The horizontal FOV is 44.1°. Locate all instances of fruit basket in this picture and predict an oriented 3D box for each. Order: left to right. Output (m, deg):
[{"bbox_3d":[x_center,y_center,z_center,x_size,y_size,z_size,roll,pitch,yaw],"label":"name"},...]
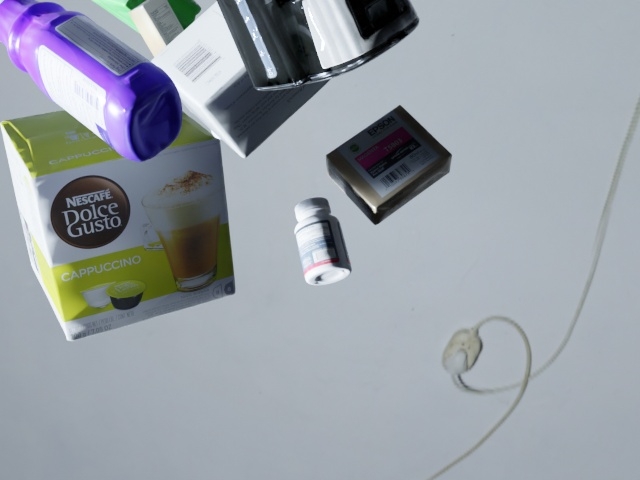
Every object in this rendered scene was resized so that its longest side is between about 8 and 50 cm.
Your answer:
[{"bbox_3d":[-0.457,-0.619,1.886,0.165,0.327,0.353,-52,53,7],"label":"fruit basket"}]

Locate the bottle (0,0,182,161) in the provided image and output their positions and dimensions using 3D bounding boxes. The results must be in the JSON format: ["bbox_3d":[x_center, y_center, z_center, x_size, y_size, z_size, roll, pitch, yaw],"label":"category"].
[{"bbox_3d":[-0.287,-0.207,0.935,0.282,0.092,0.118,36,151,22],"label":"bottle"}]

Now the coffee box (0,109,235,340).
[{"bbox_3d":[-0.395,-0.065,1.544,0.337,0.338,0.335,-15,120,-24],"label":"coffee box"}]

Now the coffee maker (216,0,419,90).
[{"bbox_3d":[-0.028,-0.204,0.533,0.120,0.171,0.178,-28,114,-8],"label":"coffee maker"}]

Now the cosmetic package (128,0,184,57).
[{"bbox_3d":[-0.265,-0.349,1.328,0.041,0.060,0.115,-8,120,38],"label":"cosmetic package"}]

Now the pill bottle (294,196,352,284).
[{"bbox_3d":[0.000,0.000,1.786,0.107,0.108,0.180,-22,67,20],"label":"pill bottle"}]

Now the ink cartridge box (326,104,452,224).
[{"bbox_3d":[0.159,-0.180,1.859,0.234,0.088,0.193,-36,66,-13],"label":"ink cartridge box"}]

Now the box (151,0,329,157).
[{"bbox_3d":[-0.117,-0.248,1.150,0.182,0.181,0.119,-43,137,-5],"label":"box"}]
